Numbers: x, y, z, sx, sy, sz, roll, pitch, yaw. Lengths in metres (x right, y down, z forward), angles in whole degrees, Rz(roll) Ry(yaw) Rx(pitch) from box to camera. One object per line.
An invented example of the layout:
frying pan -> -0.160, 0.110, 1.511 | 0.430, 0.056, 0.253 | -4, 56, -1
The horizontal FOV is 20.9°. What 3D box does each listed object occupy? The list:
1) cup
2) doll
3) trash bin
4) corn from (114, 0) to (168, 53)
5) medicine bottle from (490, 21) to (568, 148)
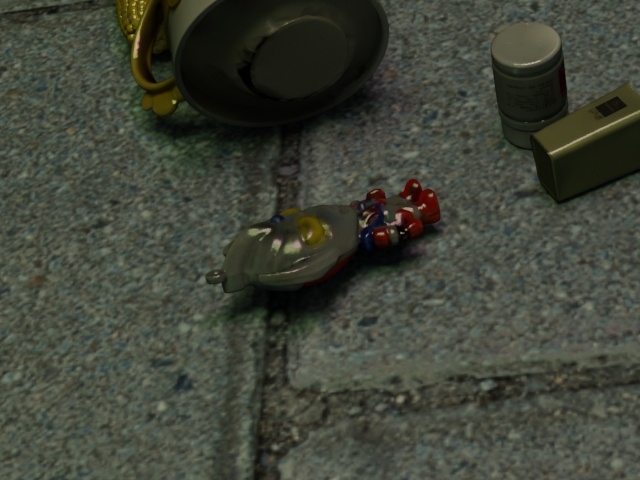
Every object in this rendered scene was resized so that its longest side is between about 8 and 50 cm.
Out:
cup -> -0.077, -0.217, 1.506 | 0.241, 0.185, 0.226 | -33, 52, 23
doll -> 0.000, 0.000, 1.363 | 0.195, 0.062, 0.104 | -20, 44, -16
trash bin -> 0.218, -0.075, 1.386 | 0.092, 0.061, 0.043 | -27, 45, -9
corn -> -0.167, -0.253, 1.658 | 0.067, 0.067, 0.206 | -13, 44, 1
medicine bottle -> 0.172, -0.127, 1.426 | 0.058, 0.091, 0.058 | -7, 44, 7
